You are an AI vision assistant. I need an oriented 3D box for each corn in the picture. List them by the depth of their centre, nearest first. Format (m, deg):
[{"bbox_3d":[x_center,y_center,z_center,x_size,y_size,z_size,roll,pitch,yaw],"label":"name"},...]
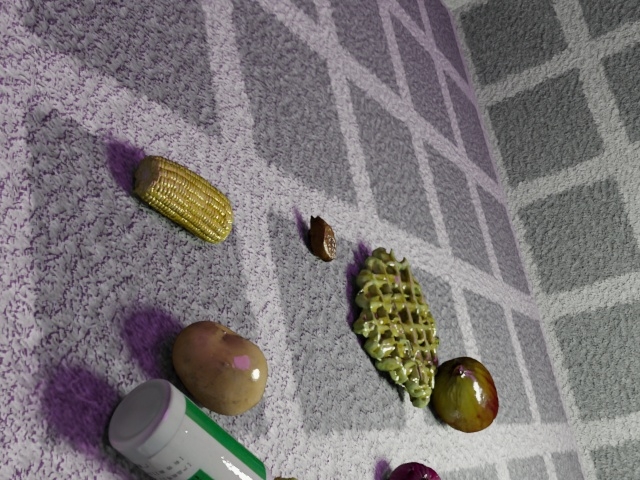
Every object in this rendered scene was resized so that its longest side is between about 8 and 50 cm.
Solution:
[{"bbox_3d":[-0.190,-0.058,1.025,0.165,0.063,0.085,33,67,-48],"label":"corn"}]

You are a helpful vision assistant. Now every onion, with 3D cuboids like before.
[{"bbox_3d":[0.173,0.462,1.320,0.104,0.115,0.115,112,-21,-55],"label":"onion"}]

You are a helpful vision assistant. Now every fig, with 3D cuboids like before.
[{"bbox_3d":[0.311,0.322,1.604,0.274,0.146,0.170,59,22,-56],"label":"fig"}]

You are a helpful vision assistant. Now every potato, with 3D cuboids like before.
[{"bbox_3d":[-0.126,0.165,0.935,0.147,0.112,0.112,45,34,-29],"label":"potato"}]

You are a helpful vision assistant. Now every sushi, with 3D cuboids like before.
[{"bbox_3d":[0.000,0.000,1.373,0.050,0.047,0.099,-26,112,-53],"label":"sushi"}]

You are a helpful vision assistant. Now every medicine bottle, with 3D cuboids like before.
[{"bbox_3d":[-0.131,0.269,0.857,0.260,0.095,0.095,50,32,-32],"label":"medicine bottle"}]

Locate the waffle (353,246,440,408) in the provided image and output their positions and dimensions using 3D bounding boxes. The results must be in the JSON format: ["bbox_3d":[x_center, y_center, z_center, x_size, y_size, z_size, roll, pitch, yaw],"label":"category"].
[{"bbox_3d":[0.172,0.178,1.543,0.317,0.073,0.297,56,29,-25],"label":"waffle"}]

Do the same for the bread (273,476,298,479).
[{"bbox_3d":[-0.029,0.440,0.981,0.088,0.049,0.226,-7,77,-64],"label":"bread"}]
